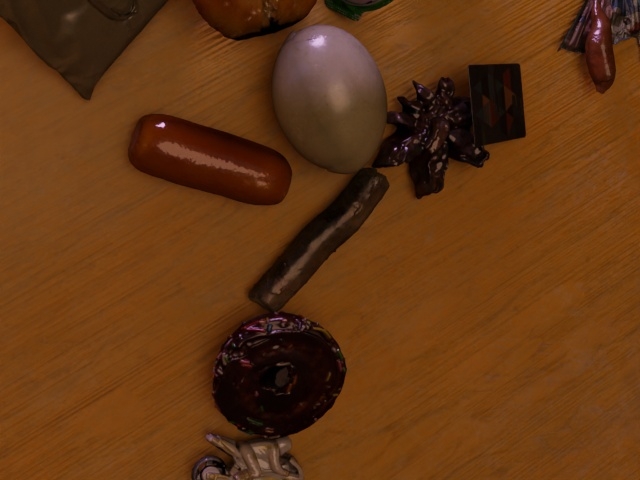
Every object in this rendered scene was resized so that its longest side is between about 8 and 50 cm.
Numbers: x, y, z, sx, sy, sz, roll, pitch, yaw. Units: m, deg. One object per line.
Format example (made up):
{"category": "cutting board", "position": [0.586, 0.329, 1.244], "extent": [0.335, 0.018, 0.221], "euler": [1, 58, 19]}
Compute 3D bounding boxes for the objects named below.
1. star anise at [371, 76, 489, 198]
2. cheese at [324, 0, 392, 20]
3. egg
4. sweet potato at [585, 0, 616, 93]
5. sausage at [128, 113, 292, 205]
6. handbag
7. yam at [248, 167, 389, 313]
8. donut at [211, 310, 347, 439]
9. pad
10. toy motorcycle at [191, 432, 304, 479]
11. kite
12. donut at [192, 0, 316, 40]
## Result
{"category": "star anise", "position": [0.209, -0.181, 1.529], "extent": [0.214, 0.099, 0.220], "euler": [20, 90, -15]}
{"category": "cheese", "position": [0.072, -0.514, 1.385], "extent": [0.083, 0.203, 0.321], "euler": [-38, 152, -46]}
{"category": "egg", "position": [0.016, -0.231, 1.414], "extent": [0.186, 0.186, 0.253], "euler": [-26, 103, -14]}
{"category": "sweet potato", "position": [0.529, -0.375, 1.621], "extent": [0.056, 0.056, 0.195], "euler": [-2, 91, -18]}
{"category": "sausage", "position": [-0.176, -0.130, 1.410], "extent": [0.274, 0.105, 0.105], "euler": [16, 91, -18]}
{"category": "handbag", "position": [-0.333, -0.403, 1.288], "extent": [0.316, 0.109, 0.253], "euler": [-51, 140, -5]}
{"category": "yam", "position": [0.000, 0.000, 1.496], "extent": [0.317, 0.067, 0.071], "euler": [-48, 121, -6]}
{"category": "donut", "position": [-0.076, 0.222, 1.468], "extent": [0.234, 0.089, 0.235], "euler": [-5, 111, -13]}
{"category": "pad", "position": [0.321, -0.248, 1.544], "extent": [0.211, 0.003, 0.143], "euler": [-18, 104, -51]}
{"category": "toy motorcycle", "position": [-0.109, 0.404, 1.503], "extent": [0.228, 0.074, 0.151], "euler": [29, 84, -17]}
{"category": "kite", "position": [0.628, -0.439, 1.680], "extent": [0.405, 0.014, 0.369], "euler": [-14, 101, -17]}
{"category": "donut", "position": [-0.105, -0.440, 1.351], "extent": [0.253, 0.118, 0.254], "euler": [-24, 129, -32]}
